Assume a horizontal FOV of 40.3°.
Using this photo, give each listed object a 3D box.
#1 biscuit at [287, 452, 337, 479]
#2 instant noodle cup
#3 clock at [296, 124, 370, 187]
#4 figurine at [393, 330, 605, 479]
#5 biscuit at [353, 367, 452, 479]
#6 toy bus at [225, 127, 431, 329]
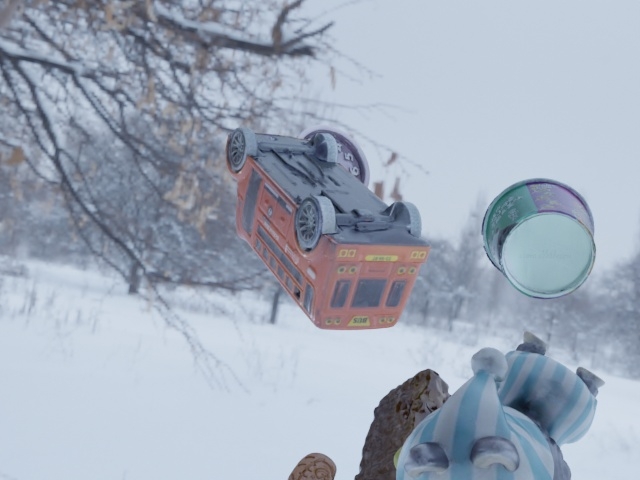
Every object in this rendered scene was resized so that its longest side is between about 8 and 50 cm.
[{"bbox_3d":[-0.012,0.395,1.440,0.078,0.091,0.015,23,-28,27],"label":"biscuit"},{"bbox_3d":[0.475,0.006,1.871,0.251,0.251,0.190,10,17,5],"label":"instant noodle cup"},{"bbox_3d":[0.011,-0.156,1.941,0.197,0.197,0.068,11,-26,-26],"label":"clock"},{"bbox_3d":[0.269,0.289,1.208,0.266,0.361,0.377,33,-9,11],"label":"figurine"},{"bbox_3d":[0.211,0.475,1.535,0.166,0.395,0.342,-25,-63,36],"label":"biscuit"},{"bbox_3d":[-0.012,-0.028,1.074,0.143,0.153,0.329,1,27,-30],"label":"toy bus"}]
